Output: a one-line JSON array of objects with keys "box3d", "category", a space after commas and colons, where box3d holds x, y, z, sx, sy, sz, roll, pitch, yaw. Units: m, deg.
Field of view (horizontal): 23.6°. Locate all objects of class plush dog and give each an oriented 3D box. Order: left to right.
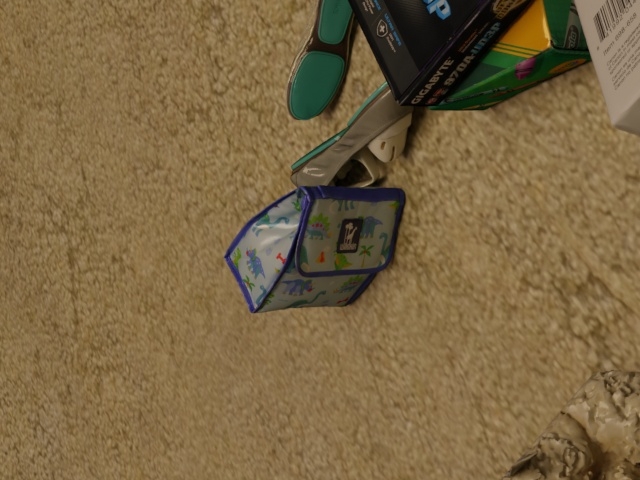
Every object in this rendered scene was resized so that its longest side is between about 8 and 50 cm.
[{"box3d": [0.229, 0.270, 1.224, 0.225, 0.210, 0.262, 41, 129, 12], "category": "plush dog"}]

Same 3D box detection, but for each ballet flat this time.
[{"box3d": [0.004, -0.205, 1.584, 0.052, 0.057, 0.168, -106, 34, -64], "category": "ballet flat"}, {"box3d": [0.048, -0.097, 1.524, 0.068, 0.072, 0.213, 52, 137, 1], "category": "ballet flat"}]

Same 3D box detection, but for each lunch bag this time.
[{"box3d": [0.000, 0.000, 1.525, 0.151, 0.129, 0.096, -54, 53, 36], "category": "lunch bag"}]

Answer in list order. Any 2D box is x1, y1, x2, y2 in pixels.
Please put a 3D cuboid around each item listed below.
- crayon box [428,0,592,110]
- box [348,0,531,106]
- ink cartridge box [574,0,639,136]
[{"box3d": [0.149, -0.271, 1.356, 0.165, 0.081, 0.278, -22, 74, 51], "category": "crayon box"}, {"box3d": [0.089, -0.253, 1.325, 0.175, 0.051, 0.220, -47, 56, 43], "category": "box"}, {"box3d": [0.278, -0.223, 1.098, 0.197, 0.114, 0.273, -53, 31, 39], "category": "ink cartridge box"}]
